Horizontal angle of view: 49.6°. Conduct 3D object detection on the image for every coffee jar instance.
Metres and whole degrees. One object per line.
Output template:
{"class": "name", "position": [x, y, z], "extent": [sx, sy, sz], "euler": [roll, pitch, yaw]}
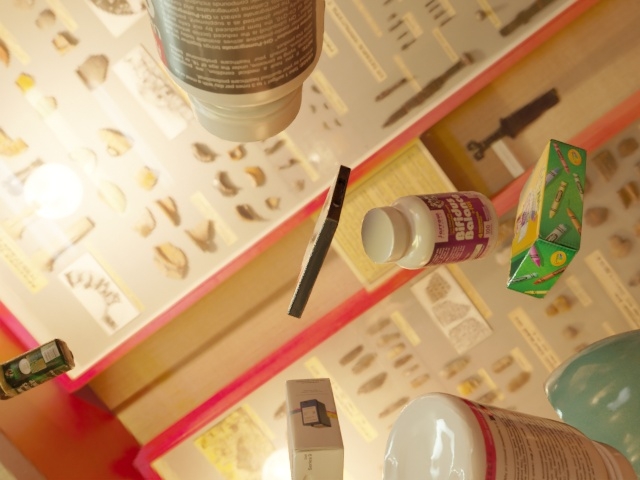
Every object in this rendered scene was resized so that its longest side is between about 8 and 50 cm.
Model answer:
{"class": "coffee jar", "position": [-0.667, 0.297, 1.588], "extent": [0.079, 0.184, 0.096], "euler": [63, 170, 13]}

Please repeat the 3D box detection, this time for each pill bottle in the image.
{"class": "pill bottle", "position": [0.228, 0.282, 0.809], "extent": [0.282, 0.160, 0.160], "euler": [19, -155, -26]}
{"class": "pill bottle", "position": [-0.083, -0.244, 0.672], "extent": [0.176, 0.176, 0.319], "euler": [58, 164, 26]}
{"class": "pill bottle", "position": [0.249, -0.023, 1.588], "extent": [0.301, 0.169, 0.169], "euler": [-7, -131, -31]}

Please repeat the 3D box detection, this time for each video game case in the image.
{"class": "video game case", "position": [0.000, 0.000, 1.567], "extent": [0.035, 0.275, 0.248], "euler": [20, -147, -3]}

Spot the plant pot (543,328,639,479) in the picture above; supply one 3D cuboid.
{"class": "plant pot", "position": [0.575, 0.271, 1.222], "extent": [0.290, 0.196, 0.290], "euler": [28, -161, -11]}

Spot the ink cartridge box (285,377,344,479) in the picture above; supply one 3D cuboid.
{"class": "ink cartridge box", "position": [-0.014, 0.376, 1.271], "extent": [0.212, 0.093, 0.155], "euler": [-102, 11, -68]}

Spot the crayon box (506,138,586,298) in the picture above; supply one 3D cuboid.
{"class": "crayon box", "position": [0.448, -0.045, 1.369], "extent": [0.081, 0.165, 0.279], "euler": [18, -128, 4]}
